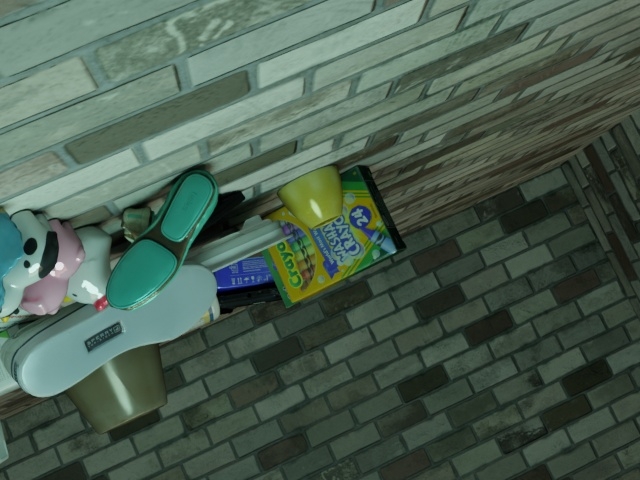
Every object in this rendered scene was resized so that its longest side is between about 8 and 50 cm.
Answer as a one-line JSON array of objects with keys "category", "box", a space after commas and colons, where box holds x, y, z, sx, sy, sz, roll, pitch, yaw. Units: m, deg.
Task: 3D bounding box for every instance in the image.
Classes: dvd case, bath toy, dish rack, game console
[{"category": "dvd case", "box": [-0.265, 0.003, 1.529, 0.253, 0.022, 0.180, -29, -171, 33]}, {"category": "bath toy", "box": [-0.389, 0.048, 1.185, 0.151, 0.129, 0.348, -26, 174, 8]}, {"category": "dish rack", "box": [-0.221, 0.030, 1.709, 0.285, 0.072, 0.333, -23, -178, -18]}, {"category": "game console", "box": [-0.242, 0.162, 2.253, 0.361, 0.044, 0.213, -10, 170, 22]}]

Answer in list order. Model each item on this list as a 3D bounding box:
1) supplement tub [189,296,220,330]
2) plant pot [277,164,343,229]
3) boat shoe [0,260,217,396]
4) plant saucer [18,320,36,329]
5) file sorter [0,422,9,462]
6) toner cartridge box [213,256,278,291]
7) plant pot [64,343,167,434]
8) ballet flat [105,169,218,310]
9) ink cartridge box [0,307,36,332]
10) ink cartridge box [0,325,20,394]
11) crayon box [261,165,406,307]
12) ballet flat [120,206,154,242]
[{"category": "supplement tub", "box": [-0.359, 0.160, 2.067, 0.199, 0.144, 0.144, -23, 173, -17]}, {"category": "plant pot", "box": [-0.007, -0.079, 1.712, 0.134, 0.095, 0.134, -25, 174, -3]}, {"category": "boat shoe", "box": [-0.354, 0.124, 1.412, 0.367, 0.136, 0.156, -31, -146, -31]}, {"category": "plant saucer", "box": [-0.723, 0.248, 1.874, 0.317, 0.044, 0.317, -25, 173, -3]}, {"category": "file sorter", "box": [-0.825, 0.431, 1.826, 0.173, 0.193, 0.277, -14, -178, 4]}, {"category": "toner cartridge box", "box": [-0.116, 0.086, 2.261, 0.347, 0.075, 0.165, -6, 171, -12]}, {"category": "plant pot", "box": [-0.534, 0.330, 2.187, 0.323, 0.280, 0.323, -25, 172, -4]}, {"category": "ballet flat", "box": [-0.230, 0.003, 1.290, 0.247, 0.083, 0.087, -55, 179, 2]}, {"category": "ink cartridge box", "box": [-0.542, 0.111, 1.281, 0.208, 0.087, 0.153, -27, 174, 5]}, {"category": "ink cartridge box", "box": [-0.622, 0.210, 1.456, 0.219, 0.160, 0.092, -23, 173, -6]}, {"category": "crayon box", "box": [0.000, 0.000, 1.879, 0.323, 0.203, 0.083, -28, 172, 22]}, {"category": "ballet flat", "box": [-0.293, -0.022, 1.372, 0.052, 0.057, 0.168, 6, 163, -9]}]
